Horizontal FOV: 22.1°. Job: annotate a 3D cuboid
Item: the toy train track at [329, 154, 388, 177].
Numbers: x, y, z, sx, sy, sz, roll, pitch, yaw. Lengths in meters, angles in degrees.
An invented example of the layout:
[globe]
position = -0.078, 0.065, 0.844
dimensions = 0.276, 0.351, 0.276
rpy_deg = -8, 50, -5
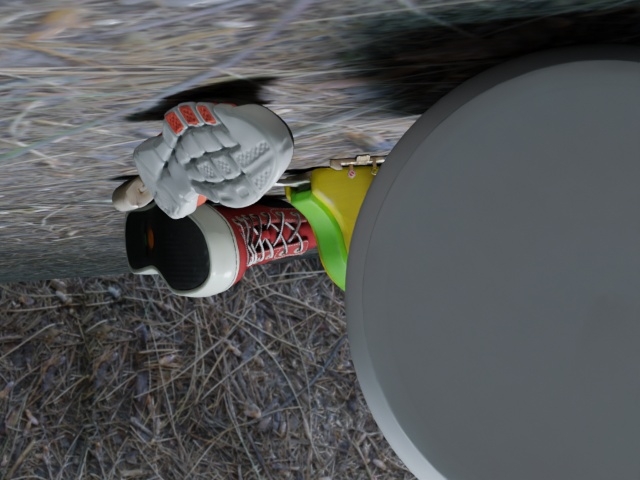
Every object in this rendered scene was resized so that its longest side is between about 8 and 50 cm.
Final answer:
[toy train track]
position = 0.049, -0.056, 1.235
dimensions = 0.083, 0.014, 0.048
rpy_deg = -5, 178, -2

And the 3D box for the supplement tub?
[supplement tub]
position = 0.137, 0.029, 0.825
dimensions = 0.235, 0.235, 0.325
rpy_deg = -5, 178, 8

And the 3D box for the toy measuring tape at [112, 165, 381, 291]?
[toy measuring tape]
position = 0.000, 0.000, 1.311
dimensions = 0.330, 0.121, 0.121
rpy_deg = -3, 177, -24

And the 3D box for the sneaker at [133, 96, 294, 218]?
[sneaker]
position = -0.046, -0.055, 0.863
dimensions = 0.065, 0.061, 0.158
rpy_deg = -33, -169, -25

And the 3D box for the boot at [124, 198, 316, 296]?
[boot]
position = -0.065, -0.003, 1.492
dimensions = 0.176, 0.088, 0.244
rpy_deg = -4, -175, -20
